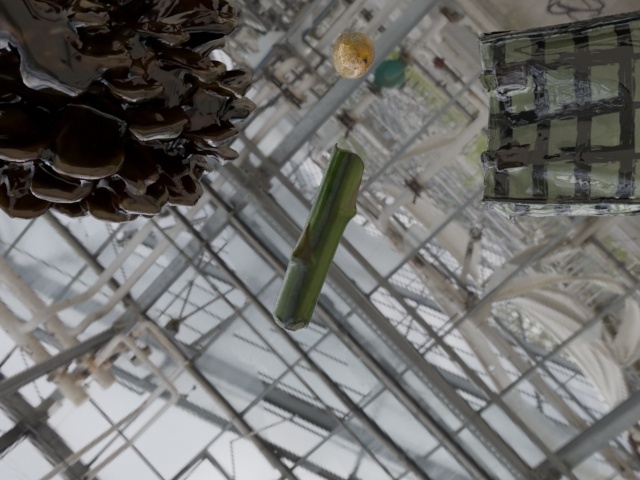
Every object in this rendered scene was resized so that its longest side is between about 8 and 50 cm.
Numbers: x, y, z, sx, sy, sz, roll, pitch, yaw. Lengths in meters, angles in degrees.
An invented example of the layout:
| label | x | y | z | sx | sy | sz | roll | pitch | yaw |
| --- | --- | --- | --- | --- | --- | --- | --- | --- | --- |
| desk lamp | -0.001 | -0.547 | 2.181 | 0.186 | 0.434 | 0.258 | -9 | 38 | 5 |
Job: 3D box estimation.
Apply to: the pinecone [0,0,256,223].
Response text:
| label | x | y | z | sx | sy | sz | roll | pitch | yaw |
| --- | --- | --- | --- | --- | --- | --- | --- | --- | --- |
| pinecone | -0.267 | -0.210 | 0.801 | 0.397 | 0.398 | 0.398 | 41 | -163 | -15 |

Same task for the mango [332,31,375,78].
| label | x | y | z | sx | sy | sz | roll | pitch | yaw |
| --- | --- | --- | --- | --- | --- | --- | --- | --- | --- |
| mango | 0.066 | -0.395 | 1.428 | 0.075 | 0.098 | 0.190 | 10 | -162 | -21 |

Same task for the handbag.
| label | x | y | z | sx | sy | sz | roll | pitch | yaw |
| --- | --- | --- | --- | --- | --- | --- | --- | --- | --- |
| handbag | 0.424 | -0.194 | 1.088 | 0.162 | 0.327 | 0.325 | 25 | -115 | -74 |

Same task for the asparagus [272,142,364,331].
| label | x | y | z | sx | sy | sz | roll | pitch | yaw |
| --- | --- | --- | --- | --- | --- | --- | --- | --- | --- |
| asparagus | -0.001 | -0.001 | 0.970 | 0.067 | 0.278 | 0.060 | 20 | -170 | -15 |
